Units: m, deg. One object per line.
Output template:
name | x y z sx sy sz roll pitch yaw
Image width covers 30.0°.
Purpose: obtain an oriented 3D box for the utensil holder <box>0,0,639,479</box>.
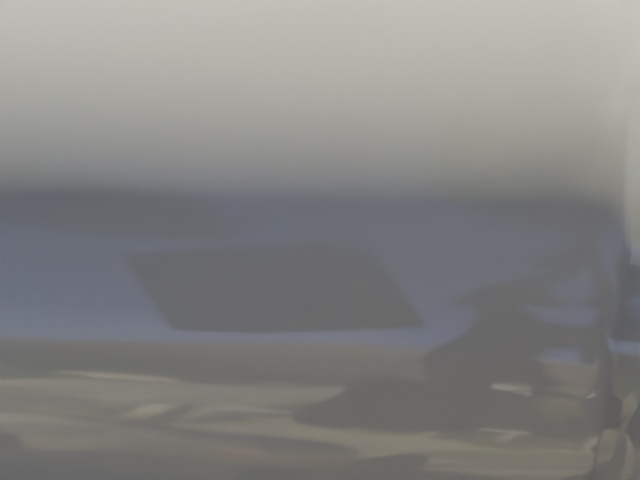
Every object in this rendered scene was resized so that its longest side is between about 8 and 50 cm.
utensil holder | -0.062 -0.030 0.503 0.385 0.327 0.328 0 73 0
